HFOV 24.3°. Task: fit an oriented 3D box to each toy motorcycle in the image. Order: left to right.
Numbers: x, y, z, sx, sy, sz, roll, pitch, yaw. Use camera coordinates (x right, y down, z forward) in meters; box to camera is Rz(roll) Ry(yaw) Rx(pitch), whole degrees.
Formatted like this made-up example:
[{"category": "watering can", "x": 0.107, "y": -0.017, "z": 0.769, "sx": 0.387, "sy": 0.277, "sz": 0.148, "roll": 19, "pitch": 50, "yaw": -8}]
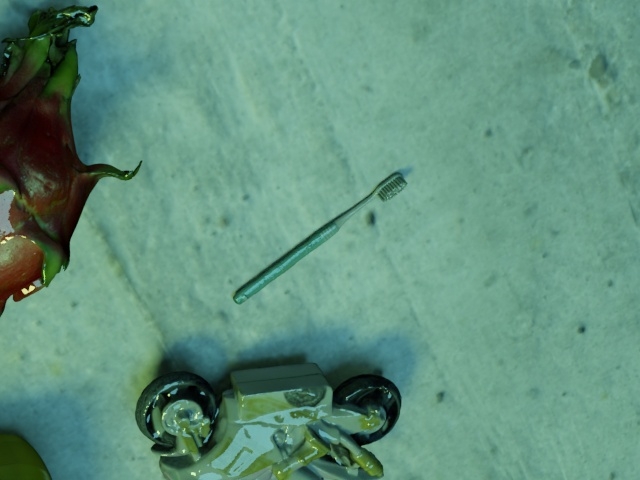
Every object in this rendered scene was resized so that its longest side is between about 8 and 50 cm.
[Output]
[{"category": "toy motorcycle", "x": -0.046, "y": 0.173, "z": 1.209, "sx": 0.225, "sy": 0.073, "sz": 0.152, "roll": 2, "pitch": 115, "yaw": -21}]

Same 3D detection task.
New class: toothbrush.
[{"category": "toothbrush", "x": 0.000, "y": 0.000, "z": 1.175, "sx": 0.167, "sy": 0.014, "sz": 0.011, "roll": -36, "pitch": 131, "yaw": -2}]

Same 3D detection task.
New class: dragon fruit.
[{"category": "dragon fruit", "x": -0.205, "y": -0.051, "z": 1.008, "sx": 0.137, "sy": 0.135, "sz": 0.236, "roll": 40, "pitch": 77, "yaw": -25}]

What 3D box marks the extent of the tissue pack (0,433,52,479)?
[{"category": "tissue pack", "x": -0.253, "y": 0.247, "z": 1.131, "sx": 0.123, "sy": 0.127, "sz": 0.178, "roll": -8, "pitch": 116, "yaw": -16}]
